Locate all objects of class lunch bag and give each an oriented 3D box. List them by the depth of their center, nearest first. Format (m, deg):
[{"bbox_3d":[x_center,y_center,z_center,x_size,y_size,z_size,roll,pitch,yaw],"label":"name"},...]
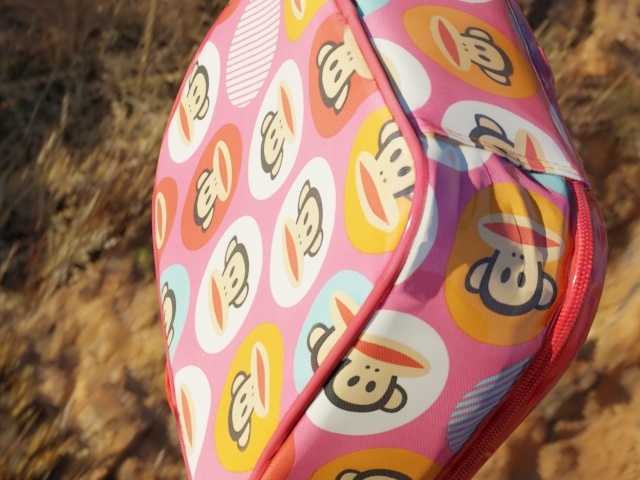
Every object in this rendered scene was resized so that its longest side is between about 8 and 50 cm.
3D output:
[{"bbox_3d":[0.000,0.000,0.808,0.120,0.258,0.293,17,36,-25],"label":"lunch bag"}]
